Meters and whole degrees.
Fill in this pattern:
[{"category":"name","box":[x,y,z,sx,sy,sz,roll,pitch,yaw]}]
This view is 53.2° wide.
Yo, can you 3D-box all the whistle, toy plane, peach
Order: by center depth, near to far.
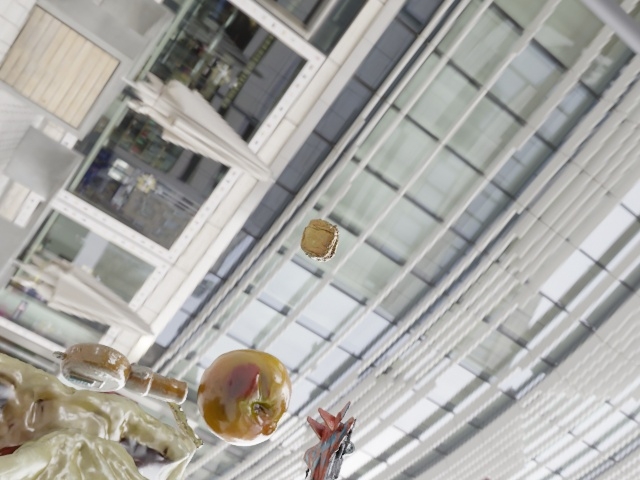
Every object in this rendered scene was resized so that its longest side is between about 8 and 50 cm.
[{"category":"toy plane","box":[0.008,0.321,0.903,0.130,0.061,0.189,-45,-155,35]},{"category":"peach","box":[-0.113,0.221,0.927,0.138,0.138,0.138,-48,-159,25]},{"category":"whistle","box":[-0.321,0.219,1.026,0.107,0.220,0.057,-44,-149,45]}]

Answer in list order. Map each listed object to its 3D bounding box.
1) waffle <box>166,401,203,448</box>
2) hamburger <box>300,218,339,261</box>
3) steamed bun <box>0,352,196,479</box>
[{"category":"waffle","box":[-0.307,0.380,1.403,0.023,0.153,0.097,-32,-145,-26]},{"category":"hamburger","box":[0.000,0.000,1.287,0.083,0.076,0.044,-65,165,1]},{"category":"steamed bun","box":[-0.303,0.273,0.747,0.189,0.428,0.247,-21,-134,33]}]
